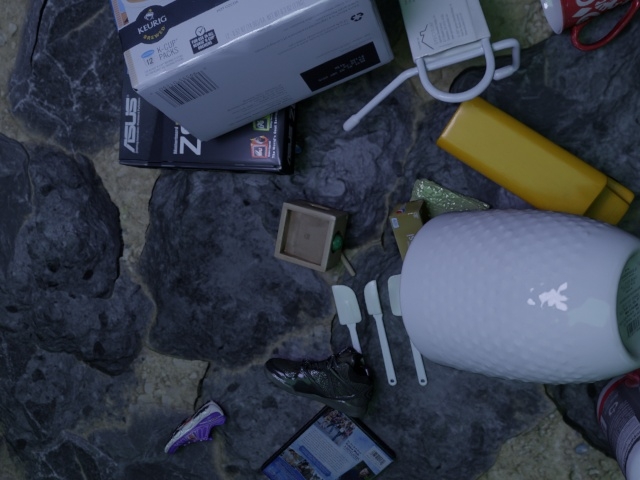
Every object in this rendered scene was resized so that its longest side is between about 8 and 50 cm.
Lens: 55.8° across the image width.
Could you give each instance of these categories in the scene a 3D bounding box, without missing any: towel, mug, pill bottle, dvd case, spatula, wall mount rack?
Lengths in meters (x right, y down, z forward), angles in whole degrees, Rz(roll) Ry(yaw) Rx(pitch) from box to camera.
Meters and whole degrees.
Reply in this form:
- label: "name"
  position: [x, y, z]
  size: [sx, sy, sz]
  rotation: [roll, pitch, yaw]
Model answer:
- label: "towel"
  position: [0.231, -0.045, 1.138]
  size: [0.148, 0.027, 0.110]
  rotation: [23, 108, 6]
- label: "mug"
  position: [0.373, 0.082, 0.968]
  size: [0.328, 0.374, 0.276]
  rotation: [0, 94, 53]
- label: "pill bottle"
  position: [0.581, 0.350, 0.993]
  size: [0.176, 0.318, 0.176]
  rotation: [2, 103, 11]
- label: "dvd case"
  position: [0.013, 0.478, 1.307]
  size: [0.180, 0.022, 0.253]
  rotation: [44, 108, 2]
- label: "spatula"
  position: [0.128, 0.192, 1.219]
  size: [0.168, 0.019, 0.242]
  rotation: [-12, 99, 14]
- label: "wall mount rack"
  position: [0.151, -0.341, 1.002]
  size: [0.304, 0.130, 0.350]
  rotation: [-14, 70, 13]
- label: "mug"
  position: [0.455, -0.407, 0.979]
  size: [0.169, 0.113, 0.150]
  rotation: [-20, 141, 12]

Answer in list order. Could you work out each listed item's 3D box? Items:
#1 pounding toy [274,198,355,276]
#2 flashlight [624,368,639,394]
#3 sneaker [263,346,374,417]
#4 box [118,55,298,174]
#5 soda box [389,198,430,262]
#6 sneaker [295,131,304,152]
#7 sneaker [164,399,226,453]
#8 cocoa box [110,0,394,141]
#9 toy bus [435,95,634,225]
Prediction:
- label: "pounding toy"
  position: [0.000, 0.000, 1.175]
  size: [0.141, 0.100, 0.130]
  rotation: [16, 105, 20]
- label: "flashlight"
  position: [0.488, 0.198, 0.984]
  size: [0.103, 0.304, 0.103]
  rotation: [16, 95, -8]
- label: "sneaker"
  position: [0.003, 0.259, 1.224]
  size: [0.227, 0.087, 0.130]
  rotation: [19, 108, 7]
- label: "box"
  position: [-0.196, -0.323, 1.105]
  size: [0.318, 0.097, 0.395]
  rotation: [5, 92, 14]
- label: "soda box"
  position: [0.184, 0.020, 1.123]
  size: [0.058, 0.061, 0.181]
  rotation: [-9, 113, 25]
- label: "sneaker"
  position: [-0.108, -0.183, 1.177]
  size: [0.162, 0.063, 0.073]
  rotation: [7, 123, 15]
- label: "sneaker"
  position: [-0.278, 0.429, 1.340]
  size: [0.170, 0.068, 0.071]
  rotation: [-40, 97, 17]
- label: "cocoa box"
  position: [-0.102, -0.343, 0.907]
  size: [0.347, 0.231, 0.228]
  rotation: [-21, 76, 11]
- label: "toy bus"
  position: [0.367, -0.124, 1.035]
  size: [0.333, 0.130, 0.108]
  rotation: [33, 107, 4]
